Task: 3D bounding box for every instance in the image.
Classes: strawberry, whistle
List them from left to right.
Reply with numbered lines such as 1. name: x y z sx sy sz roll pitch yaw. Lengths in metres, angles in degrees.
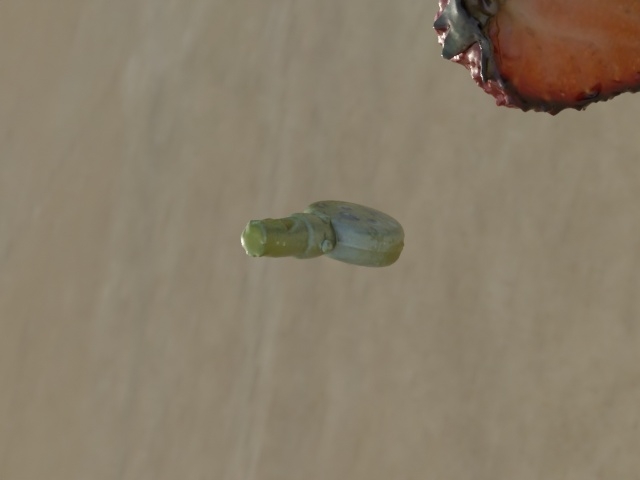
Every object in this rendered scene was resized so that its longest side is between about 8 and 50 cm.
1. whistle: 0.000 0.000 1.791 0.104 0.198 0.057 25 110 36
2. strawberry: 0.204 -0.197 1.676 0.111 0.236 0.190 -1 78 62
